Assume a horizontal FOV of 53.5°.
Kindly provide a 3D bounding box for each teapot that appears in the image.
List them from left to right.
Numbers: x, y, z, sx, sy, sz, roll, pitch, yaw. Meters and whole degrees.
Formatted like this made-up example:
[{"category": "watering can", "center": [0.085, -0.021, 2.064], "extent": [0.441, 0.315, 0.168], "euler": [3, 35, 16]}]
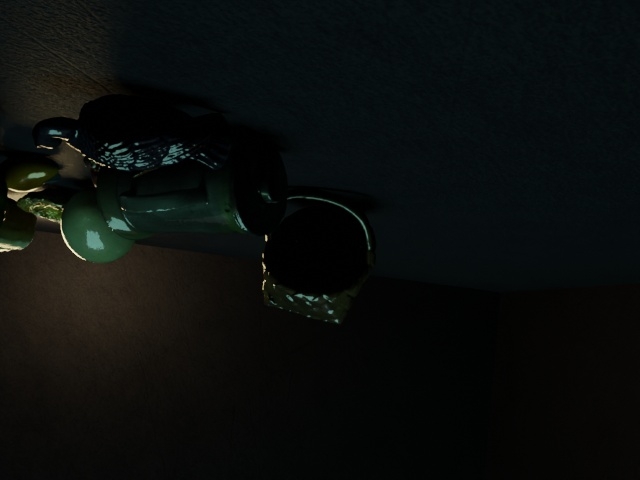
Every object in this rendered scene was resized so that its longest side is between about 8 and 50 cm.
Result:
[{"category": "teapot", "center": [-0.239, -0.092, 1.171], "extent": [0.337, 0.200, 0.270], "euler": [1, -168, 27]}]

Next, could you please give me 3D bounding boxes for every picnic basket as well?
[{"category": "picnic basket", "center": [0.000, 0.000, 1.617], "extent": [0.293, 0.337, 0.337], "euler": [13, 174, 10]}]

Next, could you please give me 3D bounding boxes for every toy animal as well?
[{"category": "toy animal", "center": [-0.298, -0.164, 1.015], "extent": [0.298, 0.122, 0.185], "euler": [4, 172, 10]}]

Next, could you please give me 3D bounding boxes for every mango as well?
[{"category": "mango", "center": [-0.722, -0.166, 1.561], "extent": [0.184, 0.084, 0.102], "euler": [-3, 164, 34]}]

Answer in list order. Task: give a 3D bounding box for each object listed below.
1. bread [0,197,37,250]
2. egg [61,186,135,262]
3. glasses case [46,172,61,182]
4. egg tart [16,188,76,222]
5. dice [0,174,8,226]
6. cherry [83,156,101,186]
[{"category": "bread", "center": [-1.204, -0.084, 2.183], "extent": [0.300, 0.210, 0.341], "euler": [-12, 162, 35]}, {"category": "egg", "center": [-0.653, -0.052, 1.878], "extent": [0.218, 0.218, 0.295], "euler": [8, 157, -8]}, {"category": "glasses case", "center": [-0.837, -0.179, 1.742], "extent": [0.266, 0.056, 0.105], "euler": [2, -165, 34]}, {"category": "egg tart", "center": [-0.850, -0.116, 2.052], "extent": [0.232, 0.098, 0.252], "euler": [18, 164, -30]}, {"category": "dice", "center": [-0.921, -0.077, 1.429], "extent": [0.287, 0.297, 0.300], "euler": [3, 158, 33]}, {"category": "cherry", "center": [-0.431, -0.145, 1.271], "extent": [0.090, 0.107, 0.225], "euler": [20, -174, 6]}]
